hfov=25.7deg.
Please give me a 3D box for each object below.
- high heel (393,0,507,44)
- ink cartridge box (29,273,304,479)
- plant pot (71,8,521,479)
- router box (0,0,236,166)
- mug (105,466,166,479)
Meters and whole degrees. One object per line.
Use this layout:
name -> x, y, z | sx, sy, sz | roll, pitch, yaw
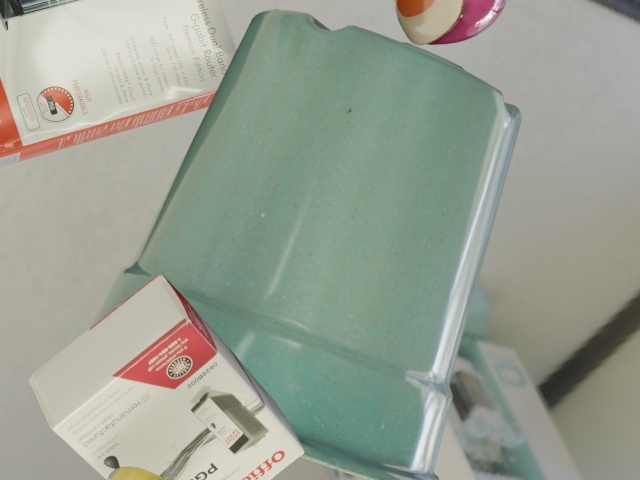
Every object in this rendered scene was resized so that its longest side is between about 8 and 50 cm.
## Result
high heel -> 0.131, -0.215, 0.910 | 0.181, 0.377, 0.127 | -2, 117, -2
ink cartridge box -> -0.087, 0.102, 0.817 | 0.099, 0.056, 0.135 | -39, 128, -2
plant pot -> 0.000, 0.000, 1.214 | 0.341, 0.341, 0.334 | 22, 87, -42
router box -> -0.279, -0.281, 1.550 | 0.301, 0.335, 0.082 | -19, 176, -16
mug -> -0.099, 0.151, 0.691 | 0.064, 0.062, 0.078 | -49, 149, -40
